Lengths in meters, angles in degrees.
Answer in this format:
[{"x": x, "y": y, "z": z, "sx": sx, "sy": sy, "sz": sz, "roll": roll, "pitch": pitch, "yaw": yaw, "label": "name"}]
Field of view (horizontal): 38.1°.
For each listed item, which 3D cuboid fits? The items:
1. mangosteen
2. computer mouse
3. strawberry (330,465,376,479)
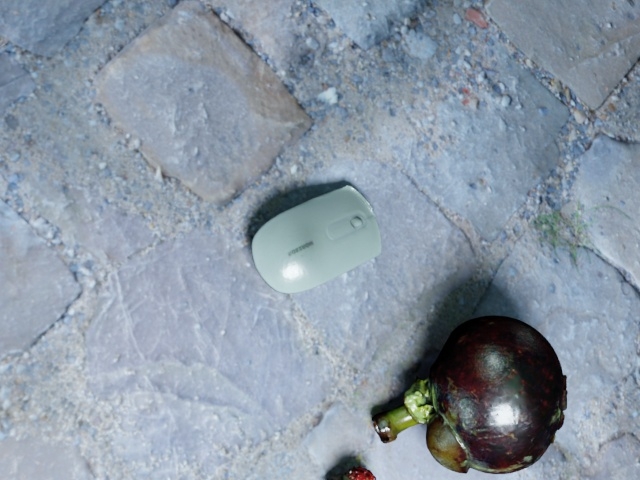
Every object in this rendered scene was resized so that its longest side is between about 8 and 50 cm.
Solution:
[{"x": 0.217, "y": 0.231, "z": 1.366, "sx": 0.289, "sy": 0.231, "sz": 0.231, "roll": -7, "pitch": 79, "yaw": 3, "label": "mangosteen"}, {"x": 0.000, "y": 0.000, "z": 1.395, "sx": 0.231, "sy": 0.079, "sz": 0.128, "roll": -28, "pitch": 92, "yaw": -29, "label": "computer mouse"}, {"x": 0.051, "y": 0.371, "z": 1.329, "sx": 0.096, "sy": 0.083, "sz": 0.083, "roll": 49, "pitch": 61, "yaw": -37, "label": "strawberry"}]
